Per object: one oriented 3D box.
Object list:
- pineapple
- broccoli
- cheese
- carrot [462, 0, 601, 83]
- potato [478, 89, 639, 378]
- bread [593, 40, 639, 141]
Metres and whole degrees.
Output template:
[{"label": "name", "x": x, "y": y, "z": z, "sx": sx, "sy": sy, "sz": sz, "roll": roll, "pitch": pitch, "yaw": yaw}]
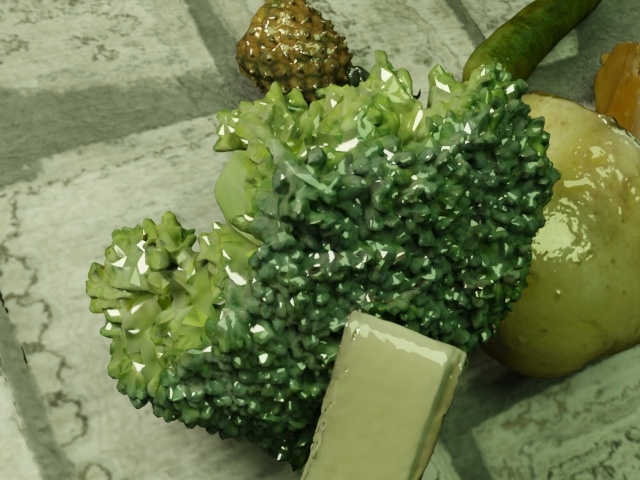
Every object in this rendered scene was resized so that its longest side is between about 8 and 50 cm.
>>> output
[{"label": "pineapple", "x": 0.029, "y": -0.162, "z": 0.913, "sx": 0.251, "sy": 0.125, "sz": 0.125, "roll": 39, "pitch": 56, "yaw": -1}, {"label": "broccoli", "x": -0.002, "y": 0.020, "z": 0.665, "sx": 0.277, "sy": 0.317, "sz": 0.338, "roll": 17, "pitch": 83, "yaw": -41}, {"label": "cheese", "x": -0.006, "y": 0.245, "z": 0.558, "sx": 0.085, "sy": 0.034, "sz": 0.400, "roll": 19, "pitch": 98, "yaw": -1}, {"label": "carrot", "x": 0.299, "y": -0.287, "z": 1.095, "sx": 0.074, "sy": 0.074, "sz": 0.358, "roll": 42, "pitch": 56, "yaw": 8}, {"label": "potato", "x": 0.211, "y": 0.011, "z": 0.811, "sx": 0.242, "sy": 0.242, "sz": 0.285, "roll": -36, "pitch": 91, "yaw": -32}, {"label": "bread", "x": 0.430, "y": -0.084, "z": 1.008, "sx": 0.248, "sy": 0.315, "sz": 0.279, "roll": 19, "pitch": 97, "yaw": -1}]
